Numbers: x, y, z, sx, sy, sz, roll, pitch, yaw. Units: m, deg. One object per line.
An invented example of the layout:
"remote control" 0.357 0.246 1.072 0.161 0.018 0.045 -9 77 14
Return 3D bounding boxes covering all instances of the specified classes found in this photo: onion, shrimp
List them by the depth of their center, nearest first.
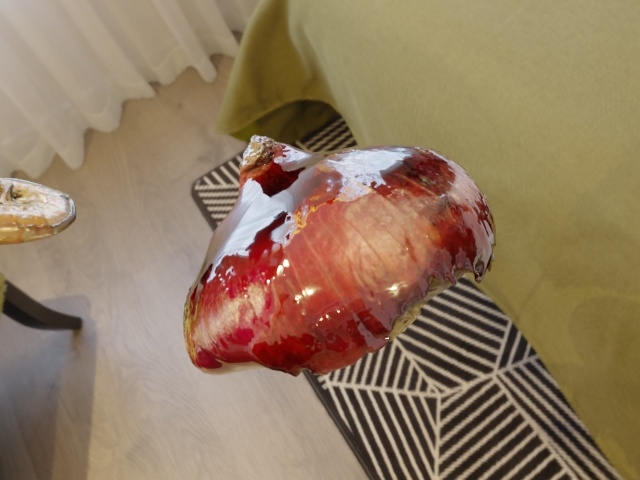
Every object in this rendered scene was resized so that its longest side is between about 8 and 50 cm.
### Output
"onion" 0.000 0.000 0.559 0.272 0.272 0.195 -25 88 -1
"shrimp" -0.425 -0.036 0.817 0.251 0.052 0.143 -2 31 -39
